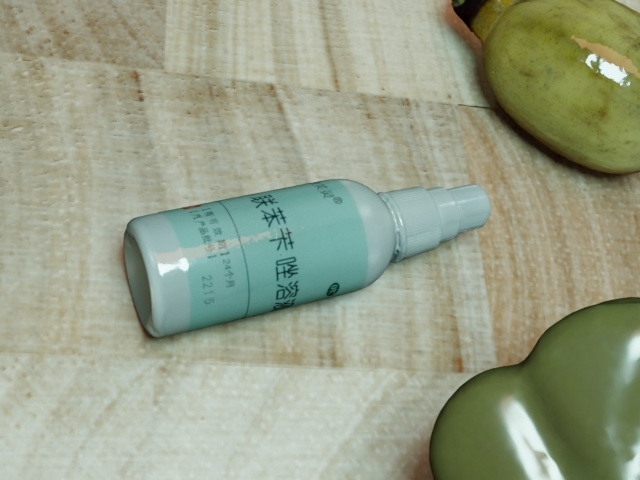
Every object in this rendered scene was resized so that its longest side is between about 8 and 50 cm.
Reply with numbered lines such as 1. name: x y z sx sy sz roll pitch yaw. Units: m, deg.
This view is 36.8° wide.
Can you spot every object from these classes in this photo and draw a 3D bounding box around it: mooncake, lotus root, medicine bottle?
1. mooncake: 0.251 0.222 0.699 0.378 0.201 0.378 -6 75 21
2. lotus root: 0.270 -0.198 1.063 0.310 0.183 0.183 36 57 9
3. medicine bottle: 0.000 0.000 0.902 0.352 0.110 0.110 -12 64 -22
